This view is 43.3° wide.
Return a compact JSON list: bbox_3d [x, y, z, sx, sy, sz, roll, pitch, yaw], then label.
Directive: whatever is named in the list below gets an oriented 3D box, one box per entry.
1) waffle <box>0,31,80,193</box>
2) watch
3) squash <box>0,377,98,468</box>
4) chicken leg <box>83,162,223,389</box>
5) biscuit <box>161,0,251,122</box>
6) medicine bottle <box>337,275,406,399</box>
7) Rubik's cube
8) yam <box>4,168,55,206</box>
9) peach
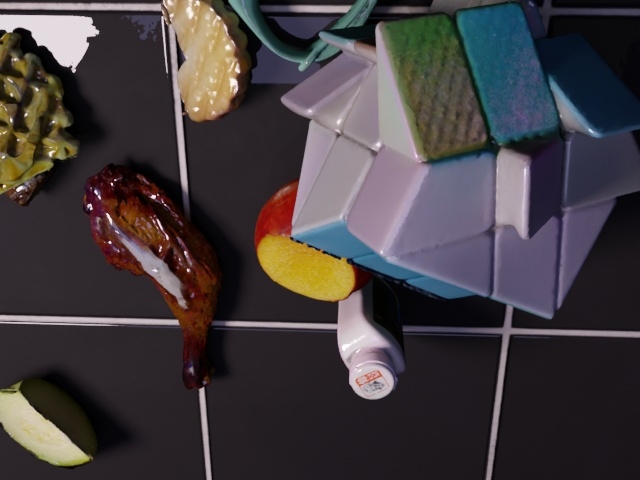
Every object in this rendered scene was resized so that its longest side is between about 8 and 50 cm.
[{"bbox_3d":[-0.452,-0.168,1.084,0.223,0.054,0.204,-30,96,-14],"label":"waffle"},{"bbox_3d":[-0.015,-0.339,1.023,0.195,0.068,0.237,17,113,-8],"label":"watch"},{"bbox_3d":[-0.469,0.298,1.375,0.184,0.085,0.192,-21,115,45],"label":"squash"},{"bbox_3d":[-0.228,0.065,1.224,0.158,0.096,0.407,-15,118,15],"label":"chicken leg"},{"bbox_3d":[-0.140,-0.244,1.074,0.118,0.061,0.183,12,121,25],"label":"biscuit"},{"bbox_3d":[0.075,0.139,1.172,0.078,0.219,0.115,-30,113,17],"label":"medicine bottle"},{"bbox_3d":[0.157,-0.109,0.952,0.387,0.358,0.368,21,99,-33],"label":"Rubik's cube"},{"bbox_3d":[-0.456,-0.118,1.151,0.141,0.079,0.079,41,112,-13],"label":"yam"},{"bbox_3d":[0.000,0.000,1.122,0.190,0.192,0.190,4,110,11],"label":"peach"}]
